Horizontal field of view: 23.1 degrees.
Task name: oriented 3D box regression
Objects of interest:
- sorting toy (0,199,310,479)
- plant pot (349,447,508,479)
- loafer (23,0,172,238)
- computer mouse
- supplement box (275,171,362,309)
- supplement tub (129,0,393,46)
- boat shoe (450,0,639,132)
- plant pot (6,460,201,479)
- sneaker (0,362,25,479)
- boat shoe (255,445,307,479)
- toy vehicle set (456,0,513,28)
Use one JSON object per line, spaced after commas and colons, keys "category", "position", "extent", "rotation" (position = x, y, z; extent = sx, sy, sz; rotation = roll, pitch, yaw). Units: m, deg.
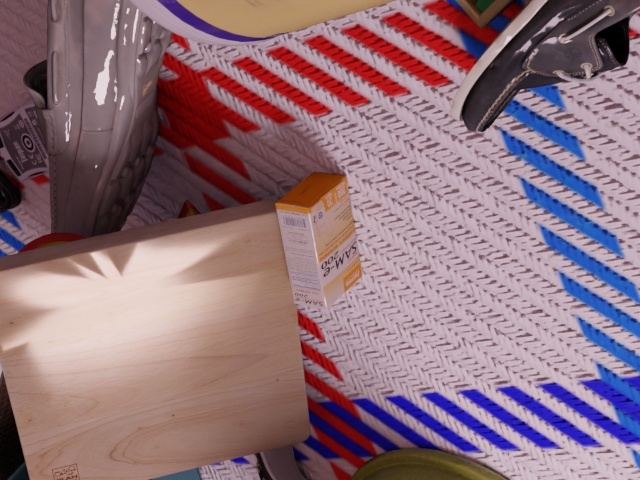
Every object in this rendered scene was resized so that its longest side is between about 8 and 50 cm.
{"category": "sorting toy", "position": [-0.153, 0.084, 1.392], "extent": [0.089, 0.257, 0.255], "rotation": [-116, 17, -54]}
{"category": "plant pot", "position": [0.066, 0.368, 1.381], "extent": [0.276, 0.254, 0.276], "rotation": [21, 129, 27]}
{"category": "loafer", "position": [-0.201, -0.124, 1.365], "extent": [0.111, 0.112, 0.319], "rotation": [21, 121, 11]}
{"category": "computer mouse", "position": [-0.279, -0.092, 1.503], "extent": [0.193, 0.042, 0.106], "rotation": [-14, 104, 49]}
{"category": "supplement box", "position": [0.000, 0.000, 1.324], "extent": [0.036, 0.062, 0.098], "rotation": [9, 124, 32]}
{"category": "supplement tub", "position": [0.027, -0.264, 0.946], "extent": [0.331, 0.241, 0.241], "rotation": [-10, 111, 42]}
{"category": "boat shoe", "position": [0.171, -0.139, 1.080], "extent": [0.079, 0.084, 0.233], "rotation": [48, 133, 3]}
{"category": "plant pot", "position": [-0.210, 0.331, 1.647], "extent": [0.165, 0.165, 0.234], "rotation": [8, 130, 35]}
{"category": "sneaker", "position": [-0.378, 0.188, 1.717], "extent": [0.123, 0.106, 0.290], "rotation": [32, 135, 14]}
{"category": "boat shoe", "position": [-0.041, 0.225, 1.522], "extent": [0.038, 0.046, 0.125], "rotation": [-12, 118, 38]}
{"category": "toy vehicle set", "position": [0.138, -0.283, 1.044], "extent": [0.166, 0.035, 0.267], "rotation": [48, 136, 2]}
